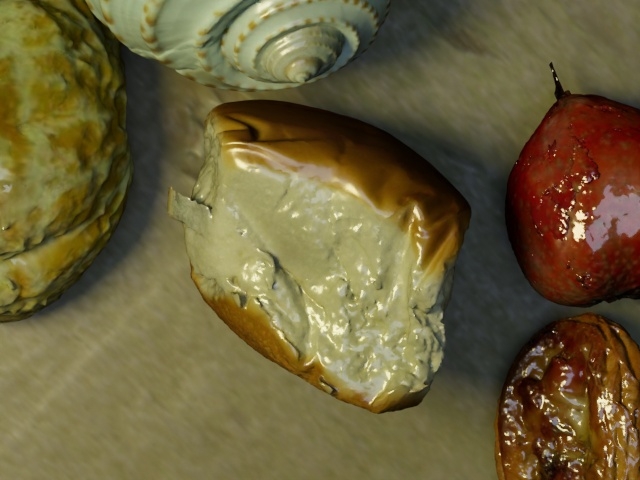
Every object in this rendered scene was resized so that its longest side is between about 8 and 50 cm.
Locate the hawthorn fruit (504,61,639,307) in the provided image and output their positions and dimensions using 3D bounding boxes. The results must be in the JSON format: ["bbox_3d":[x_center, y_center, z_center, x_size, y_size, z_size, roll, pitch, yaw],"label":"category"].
[{"bbox_3d":[0.245,-0.054,1.781,0.181,0.181,0.235,-19,86,1],"label":"hawthorn fruit"}]

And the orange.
[{"bbox_3d":[-0.302,-0.103,1.745,0.271,0.210,0.368,-6,94,-9],"label":"orange"}]

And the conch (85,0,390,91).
[{"bbox_3d":[-0.103,-0.255,1.714,0.303,0.319,0.215,5,120,-41],"label":"conch"}]

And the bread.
[{"bbox_3d":[0.000,0.000,1.737,0.279,0.250,0.225,25,98,-1],"label":"bread"}]

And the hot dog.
[{"bbox_3d":[0.245,0.182,1.826,0.160,0.099,0.227,-7,87,38],"label":"hot dog"}]
